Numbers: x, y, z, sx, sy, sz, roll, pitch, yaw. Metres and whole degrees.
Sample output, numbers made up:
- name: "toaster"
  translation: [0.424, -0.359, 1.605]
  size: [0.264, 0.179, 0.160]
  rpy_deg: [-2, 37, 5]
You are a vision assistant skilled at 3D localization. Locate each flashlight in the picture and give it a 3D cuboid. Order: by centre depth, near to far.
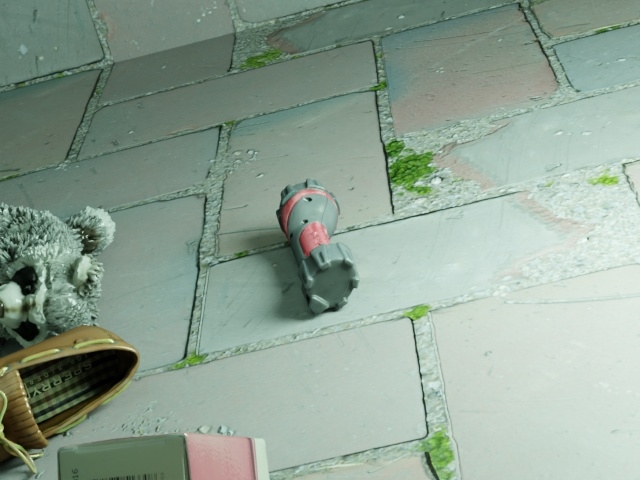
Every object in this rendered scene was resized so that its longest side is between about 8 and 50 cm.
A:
- name: "flashlight"
  translation: [0.000, 0.000, 2.194]
  size: [0.103, 0.103, 0.304]
  rpy_deg: [-15, 22, -5]

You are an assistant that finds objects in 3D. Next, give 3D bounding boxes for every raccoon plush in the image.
- name: "raccoon plush"
  translation: [-0.382, 0.029, 2.264]
  size: [0.299, 0.216, 0.446]
  rpy_deg: [8, 32, 29]

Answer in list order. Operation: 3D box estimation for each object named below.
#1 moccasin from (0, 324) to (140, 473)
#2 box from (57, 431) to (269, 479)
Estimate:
- name: "moccasin"
  translation: [-0.409, 0.232, 1.920]
  size: [0.380, 0.139, 0.147]
  rpy_deg: [-21, 14, -35]
- name: "box"
  translation: [-0.158, 0.275, 1.526]
  size: [0.149, 0.126, 0.232]
  rpy_deg: [-9, -11, 16]
